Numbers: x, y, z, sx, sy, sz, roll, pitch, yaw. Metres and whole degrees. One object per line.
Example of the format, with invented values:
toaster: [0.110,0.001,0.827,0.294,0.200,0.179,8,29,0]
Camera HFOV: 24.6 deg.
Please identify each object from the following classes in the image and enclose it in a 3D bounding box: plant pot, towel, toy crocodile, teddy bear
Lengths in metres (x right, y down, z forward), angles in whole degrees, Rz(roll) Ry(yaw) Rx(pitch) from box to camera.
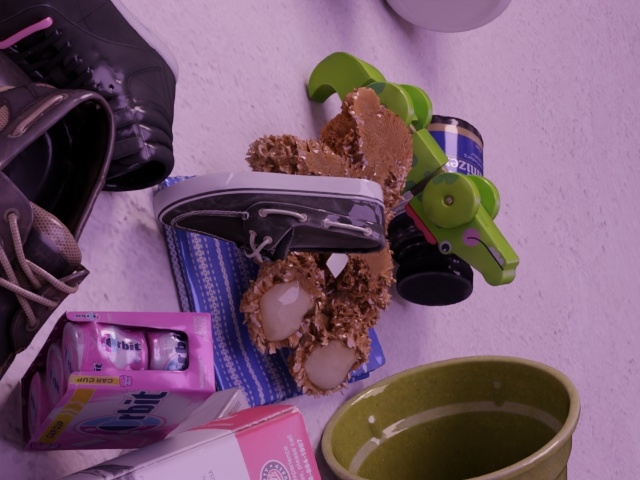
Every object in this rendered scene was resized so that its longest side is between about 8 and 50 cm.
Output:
plant pot: [0.162,0.299,1.574,0.276,0.276,0.254,-49,130,-58]
towel: [-0.042,0.045,1.534,0.336,0.040,0.243,-6,81,-62]
toy crocodile: [0.112,-0.083,1.702,0.340,0.105,0.115,54,18,7]
teddy bear: [0.000,0.000,1.521,0.245,0.113,0.338,27,57,-42]

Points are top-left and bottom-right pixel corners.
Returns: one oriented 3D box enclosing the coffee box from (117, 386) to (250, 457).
coffee box: [-0.080,0.273,1.277,0.246,0.098,0.141,64,31,-19]

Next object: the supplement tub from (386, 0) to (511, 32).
supplement tub: [0.185,-0.441,2.041,0.191,0.191,0.272,50,37,-38]

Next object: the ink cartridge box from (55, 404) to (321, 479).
ink cartridge box: [-0.126,0.260,1.068,0.283,0.117,0.207,-16,90,-35]

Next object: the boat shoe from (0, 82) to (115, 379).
boat shoe: [-0.245,0.006,1.075,0.132,0.130,0.355,49,39,-38]

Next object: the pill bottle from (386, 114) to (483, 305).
pill bottle: [0.142,-0.036,1.822,0.123,0.123,0.219,39,45,-48]

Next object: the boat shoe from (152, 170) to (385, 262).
boat shoe: [-0.045,-0.019,1.366,0.078,0.219,0.070,108,-20,-65]

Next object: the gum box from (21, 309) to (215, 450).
gum box: [-0.155,0.107,1.104,0.107,0.188,0.062,2,68,-22]

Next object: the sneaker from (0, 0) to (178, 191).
sneaker: [-0.208,-0.136,1.248,0.296,0.104,0.147,35,41,-56]
